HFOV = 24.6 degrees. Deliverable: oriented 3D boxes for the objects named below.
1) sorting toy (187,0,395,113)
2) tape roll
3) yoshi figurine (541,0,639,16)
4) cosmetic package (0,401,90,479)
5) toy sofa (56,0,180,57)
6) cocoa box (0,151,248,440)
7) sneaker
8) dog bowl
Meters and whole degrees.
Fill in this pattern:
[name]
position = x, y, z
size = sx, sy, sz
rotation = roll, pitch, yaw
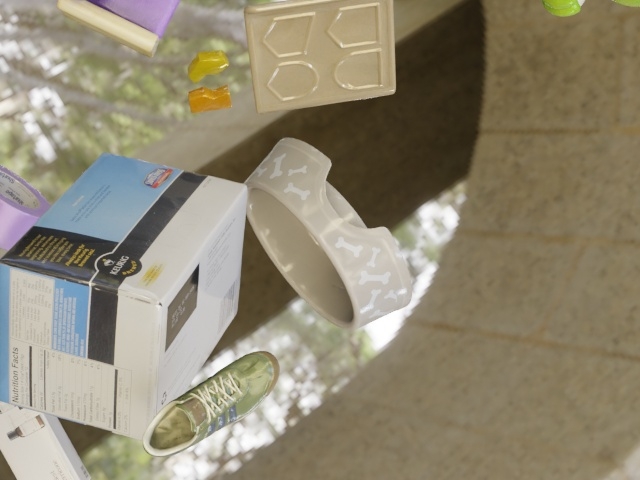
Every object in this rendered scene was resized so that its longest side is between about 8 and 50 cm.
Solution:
[sorting toy]
position = -0.046, -0.271, 2.122
size = 0.229, 0.307, 0.041
rotation = 85, -5, -53
[tape roll]
position = -0.576, -0.066, 2.616
size = 0.189, 0.080, 0.189
rotation = 36, 12, -9
[yoshi figurine]
position = 0.373, -0.420, 1.695
size = 0.204, 0.362, 0.203
rotation = 19, 1, -37
[cosmetic package]
position = -0.487, 0.323, 2.449
size = 0.239, 0.099, 0.060
rotation = 62, 8, -6
[toy sofa]
position = -0.227, -0.454, 2.076
size = 0.150, 0.362, 0.177
rotation = 26, -6, -6
[cocoa box]
position = -0.265, 0.066, 1.995
size = 0.228, 0.347, 0.231
rotation = 13, -59, 11
[sneaker]
position = -0.136, 0.203, 1.768
size = 0.064, 0.192, 0.086
rotation = 55, 11, 8
[dog bowl]
position = 0.000, 0.000, 2.434
size = 0.349, 0.102, 0.348
rotation = 46, -19, 21
